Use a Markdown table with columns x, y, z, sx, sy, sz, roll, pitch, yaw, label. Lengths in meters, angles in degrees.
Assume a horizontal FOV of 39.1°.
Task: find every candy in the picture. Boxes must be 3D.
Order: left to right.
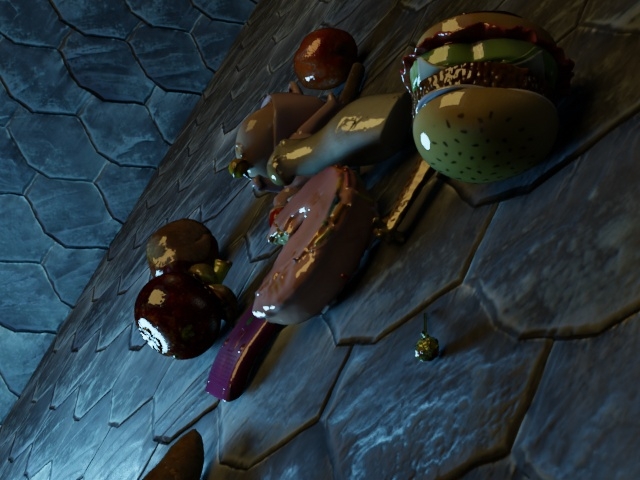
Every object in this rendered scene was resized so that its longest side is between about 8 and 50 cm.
| x | y | z | sx | sy | sz | roll | pitch | yaw | label |
| --- | --- | --- | --- | --- | --- | --- | --- | --- | --- |
| 0.104 | 0.090 | 0.877 | 0.023 | 0.025 | 0.083 | -5 | 25 | 10 | candy |

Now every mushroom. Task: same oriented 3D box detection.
| x | y | z | sx | sy | sz | roll | pitch | yaw | label |
| --- | --- | --- | --- | --- | --- | --- | --- | --- | --- |
| 0.027 | -0.141 | 1.249 | 0.225 | 0.093 | 0.116 | -13 | 3 | 30 | mushroom |

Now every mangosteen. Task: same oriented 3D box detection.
| x | y | z | sx | sy | sz | roll | pitch | yaw | label |
| --- | --- | --- | --- | --- | --- | --- | --- | --- | --- |
| -0.212 | 0.113 | 1.468 | 0.181 | 0.156 | 0.145 | -35 | -31 | -47 | mangosteen |

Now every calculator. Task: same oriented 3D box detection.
| x | y | z | sx | sy | sz | roll | pitch | yaw | label |
| --- | --- | --- | --- | --- | --- | --- | --- | --- | --- |
| -0.102 | 0.140 | 1.287 | 0.190 | 0.034 | 0.127 | -59 | 17 | -13 | calculator |

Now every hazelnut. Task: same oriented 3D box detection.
| x | y | z | sx | sy | sz | roll | pitch | yaw | label |
| --- | --- | --- | --- | --- | --- | --- | --- | --- | --- |
| -0.261 | 0.037 | 1.711 | 0.143 | 0.143 | 0.154 | -41 | 40 | 38 | hazelnut |

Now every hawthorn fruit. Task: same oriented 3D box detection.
| x | y | z | sx | sy | sz | roll | pitch | yaw | label |
| --- | --- | --- | --- | --- | --- | --- | --- | --- | --- |
| 0.011 | -0.338 | 1.682 | 0.128 | 0.128 | 0.128 | -48 | 20 | 24 | hawthorn fruit |

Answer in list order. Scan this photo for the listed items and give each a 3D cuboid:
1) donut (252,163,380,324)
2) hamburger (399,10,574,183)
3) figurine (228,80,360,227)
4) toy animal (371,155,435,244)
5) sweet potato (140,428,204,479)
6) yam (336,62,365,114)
| x | y | z | sx | sy | sz | roll | pitch | yaw | label |
| --- | --- | --- | --- | --- | --- | --- | --- | --- | --- |
| 0.000 | 0.000 | 1.179 | 0.199 | 0.085 | 0.233 | -44 | 22 | 34 | donut |
| 0.160 | -0.132 | 0.892 | 0.175 | 0.175 | 0.137 | -31 | 44 | 53 | hamburger |
| -0.046 | -0.140 | 1.411 | 0.287 | 0.186 | 0.176 | -110 | 28 | -48 | figurine |
| 0.137 | -0.119 | 1.092 | 0.149 | 0.054 | 0.275 | -34 | 29 | 54 | toy animal |
| -0.237 | 0.385 | 1.116 | 0.341 | 0.092 | 0.114 | -62 | 2 | -18 | sweet potato |
| 0.049 | -0.252 | 1.567 | 0.032 | 0.032 | 0.145 | -33 | 30 | 50 | yam |
